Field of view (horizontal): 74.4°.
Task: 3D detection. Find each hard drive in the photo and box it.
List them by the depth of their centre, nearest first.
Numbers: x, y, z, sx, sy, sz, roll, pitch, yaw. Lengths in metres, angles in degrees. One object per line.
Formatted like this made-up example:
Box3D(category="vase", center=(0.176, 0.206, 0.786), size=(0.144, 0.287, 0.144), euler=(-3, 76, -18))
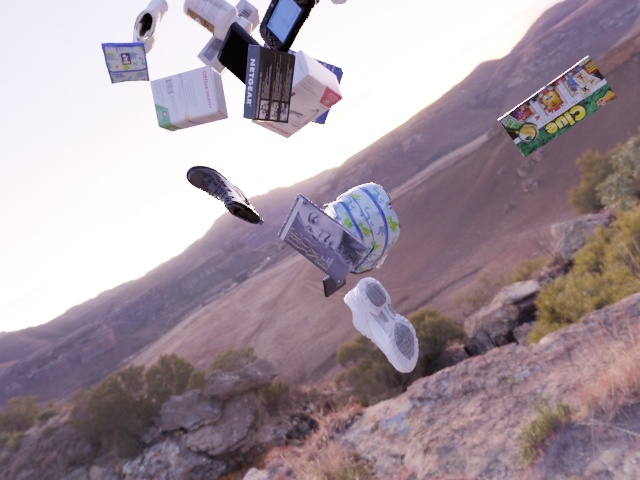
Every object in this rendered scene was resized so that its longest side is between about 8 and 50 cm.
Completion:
Box3D(category="hard drive", center=(0.066, 0.195, 1.970), size=(0.022, 0.094, 0.135), euler=(16, 34, 40))

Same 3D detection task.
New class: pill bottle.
Box3D(category="pill bottle", center=(-0.379, -0.830, 1.569), size=(0.131, 0.229, 0.131), euler=(-56, 8, 11))

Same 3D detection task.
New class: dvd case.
Box3D(category="dvd case", center=(0.000, 0.000, 1.108), size=(0.018, 0.221, 0.164), euler=(-44, -11, -46))

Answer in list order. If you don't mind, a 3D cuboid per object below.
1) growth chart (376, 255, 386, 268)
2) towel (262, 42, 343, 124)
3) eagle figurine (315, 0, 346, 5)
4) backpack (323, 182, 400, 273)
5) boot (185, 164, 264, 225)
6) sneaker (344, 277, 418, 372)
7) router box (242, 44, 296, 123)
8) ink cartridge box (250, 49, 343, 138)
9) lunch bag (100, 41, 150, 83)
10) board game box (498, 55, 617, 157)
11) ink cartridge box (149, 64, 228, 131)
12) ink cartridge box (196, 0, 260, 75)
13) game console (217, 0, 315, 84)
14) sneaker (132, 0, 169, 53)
Box3D(category="growth chart", center=(0.207, 0.028, 1.802), size=(0.172, 0.237, 0.021), euler=(-58, 34, 11))
Box3D(category="towel", center=(-0.098, -0.633, 1.712), size=(0.040, 0.336, 0.243), euler=(-88, 17, -63))
Box3D(category="eagle figurine", center=(-0.055, -1.009, 1.619), size=(0.298, 0.226, 0.225), euler=(-26, 45, -14))
Box3D(category="backpack", center=(0.134, -0.045, 1.458), size=(0.273, 0.290, 0.355), euler=(-15, -11, -30))
Box3D(category="boot", center=(-0.321, -0.153, 1.423), size=(0.091, 0.263, 0.229), euler=(-58, 29, 9))
Box3D(category="sneaker", center=(0.138, 0.202, 0.985), size=(0.090, 0.232, 0.115), euler=(-21, -13, -39))
Box3D(category="router box", center=(-0.133, -0.402, 1.101), size=(0.046, 0.178, 0.133), euler=(22, 22, 34))
Box3D(category="ink cartridge box", center=(-0.096, -0.507, 1.506), size=(0.283, 0.117, 0.207), euler=(-29, -23, 31))
Box3D(category="lunch bag", center=(-0.635, -0.588, 1.378), size=(0.129, 0.096, 0.151), euler=(-14, -14, -22))
Box3D(category="board game box", center=(0.643, -0.361, 1.158), size=(0.260, 0.136, 0.030), euler=(-36, 7, 23))
Box3D(category="ink cartridge box", center=(-0.420, -0.454, 1.362), size=(0.213, 0.154, 0.093), euler=(-11, 0, 12))
Box3D(category="ink cartridge box", center=(-0.384, -0.847, 1.875), size=(0.308, 0.091, 0.385), euler=(-52, 5, 2))
Box3D(category="game console", center=(-0.141, -0.553, 1.147), size=(0.361, 0.213, 0.044), euler=(-39, 14, 50))
Box3D(category="sneaker", center=(-0.769, -0.901, 1.826), size=(0.292, 0.108, 0.169), euler=(-40, 29, 41))
